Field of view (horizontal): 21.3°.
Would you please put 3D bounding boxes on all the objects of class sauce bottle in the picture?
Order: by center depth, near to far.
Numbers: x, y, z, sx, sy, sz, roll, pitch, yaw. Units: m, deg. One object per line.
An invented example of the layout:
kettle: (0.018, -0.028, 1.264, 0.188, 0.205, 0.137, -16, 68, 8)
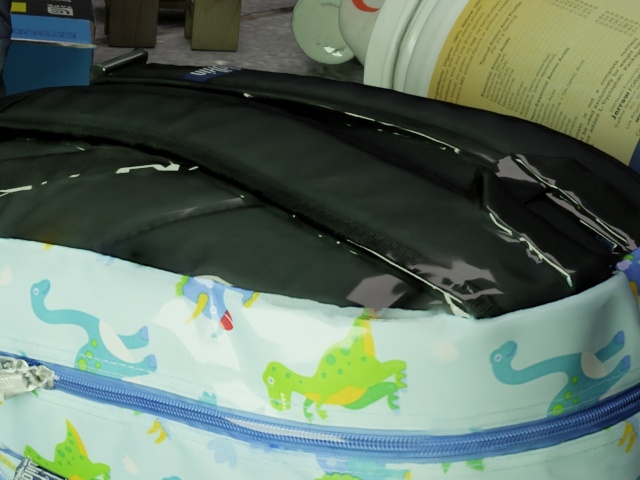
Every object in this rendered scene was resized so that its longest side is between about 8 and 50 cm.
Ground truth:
sauce bottle: (0.058, -0.240, 1.584, 0.111, 0.111, 0.344, 11, 22, 12)

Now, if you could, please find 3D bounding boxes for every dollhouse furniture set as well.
dollhouse furniture set: (-0.195, -0.287, 1.564, 0.242, 0.161, 0.212, 1, 23, -13)

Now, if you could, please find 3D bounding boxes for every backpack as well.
backpack: (-0.004, 0.038, 0.767, 0.355, 0.273, 0.290, -4, 10, 39)

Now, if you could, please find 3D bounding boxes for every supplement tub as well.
supplement tub: (0.193, -0.071, 1.059, 0.228, 0.228, 0.316, -9, 27, -33)

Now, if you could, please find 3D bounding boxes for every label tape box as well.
label tape box: (-0.298, -0.158, 1.302, 0.240, 0.106, 0.334, 2, 23, -11)

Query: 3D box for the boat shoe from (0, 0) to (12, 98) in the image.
boat shoe: (-0.271, -0.076, 1.005, 0.158, 0.127, 0.341, 12, 49, -10)

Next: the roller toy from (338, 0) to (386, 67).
roller toy: (0.125, -0.174, 1.328, 0.191, 0.146, 0.209, -29, 30, 22)
